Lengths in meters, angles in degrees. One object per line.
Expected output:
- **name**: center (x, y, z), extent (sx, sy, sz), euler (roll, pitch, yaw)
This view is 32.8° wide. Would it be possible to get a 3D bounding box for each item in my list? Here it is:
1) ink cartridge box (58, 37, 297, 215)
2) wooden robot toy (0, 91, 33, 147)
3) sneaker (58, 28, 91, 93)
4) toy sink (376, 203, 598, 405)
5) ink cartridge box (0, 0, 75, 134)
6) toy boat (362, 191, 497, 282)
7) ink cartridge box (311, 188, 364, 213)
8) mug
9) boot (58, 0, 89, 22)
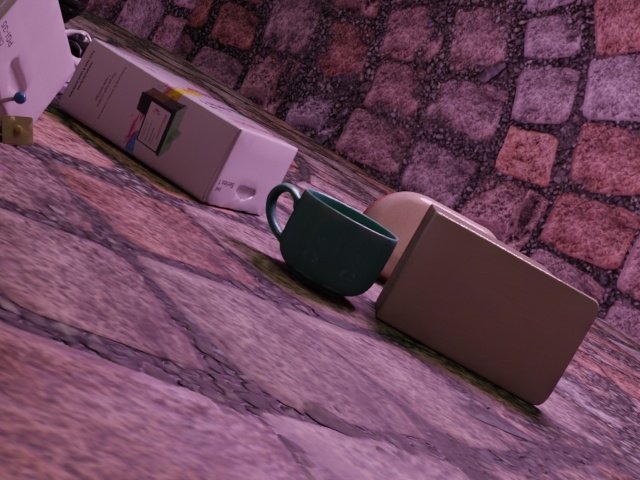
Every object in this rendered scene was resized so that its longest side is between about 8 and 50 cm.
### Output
- **ink cartridge box**: center (-0.198, -0.159, 1.559), extent (0.278, 0.117, 0.201), euler (33, 9, 21)
- **wooden robot toy**: center (-0.361, -0.125, 1.048), extent (0.173, 0.076, 0.079), euler (27, -27, -16)
- **sneaker**: center (-0.381, -0.279, 1.708), extent (0.094, 0.091, 0.258), euler (46, 12, 2)
- **toy sink**: center (0.207, 0.078, 1.378), extent (0.234, 0.153, 0.131), euler (28, 7, 0)
- **ink cartridge box**: center (-0.410, -0.254, 1.129), extent (0.283, 0.117, 0.207), euler (30, -23, 9)
- **toy boat**: center (0.154, 0.026, 1.681), extent (0.231, 0.151, 0.151), euler (28, -22, -12)
- **ink cartridge box**: center (0.099, -0.005, 1.901), extent (0.206, 0.045, 0.208), euler (36, 9, 39)
- **mug**: center (0.008, 0.004, 1.331), extent (0.129, 0.097, 0.157), euler (22, 10, -40)
- **boot**: center (-0.482, -0.431, 1.776), extent (0.260, 0.131, 0.348), euler (22, 7, -39)
